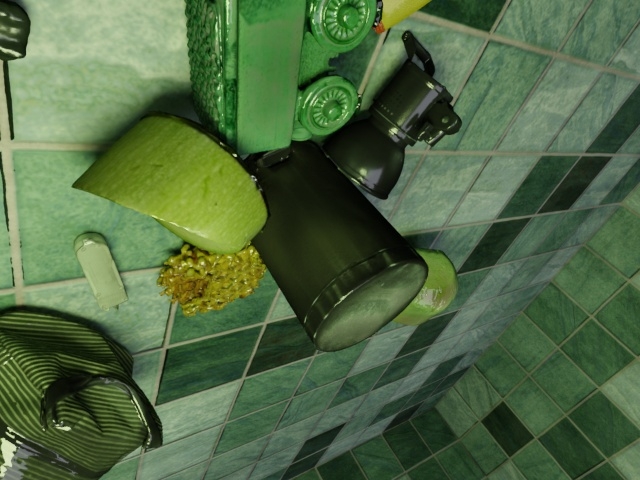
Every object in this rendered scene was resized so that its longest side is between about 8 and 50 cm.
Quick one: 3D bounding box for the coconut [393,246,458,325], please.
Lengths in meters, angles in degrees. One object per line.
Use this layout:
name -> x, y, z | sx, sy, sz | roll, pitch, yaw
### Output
coconut -> 0.238, 0.113, 1.161 | 0.236, 0.204, 0.236 | -43, 175, -5

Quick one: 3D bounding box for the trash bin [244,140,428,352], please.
trash bin -> 0.000, 0.000, 0.725 | 0.203, 0.301, 0.252 | -30, 149, -12

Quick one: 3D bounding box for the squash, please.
squash -> -0.178, -0.043, 0.570 | 0.133, 0.220, 0.220 | -62, 154, -25

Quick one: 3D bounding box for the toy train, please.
toy train -> -0.049, -0.235, 0.540 | 0.202, 0.145, 0.265 | -15, 140, -24

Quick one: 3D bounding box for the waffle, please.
waffle -> -0.193, 0.065, 0.820 | 0.197, 0.070, 0.193 | -30, 150, -5

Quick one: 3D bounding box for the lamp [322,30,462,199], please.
lamp -> 0.132, -0.193, 0.730 | 0.147, 0.172, 0.227 | 16, 121, -48

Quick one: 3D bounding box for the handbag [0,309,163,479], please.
handbag -> -0.435, 0.284, 0.729 | 0.247, 0.240, 0.340 | -38, 145, -7

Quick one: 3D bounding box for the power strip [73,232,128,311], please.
power strip -> -0.349, 0.057, 0.716 | 0.048, 0.030, 0.191 | -21, 143, -25

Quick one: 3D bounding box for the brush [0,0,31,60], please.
brush -> -0.411, -0.207, 0.338 | 0.324, 0.051, 0.070 | -1, 139, -45

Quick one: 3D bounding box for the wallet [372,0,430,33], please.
wallet -> 0.072, -0.389, 0.544 | 0.141, 0.067, 0.241 | -37, 142, 8
